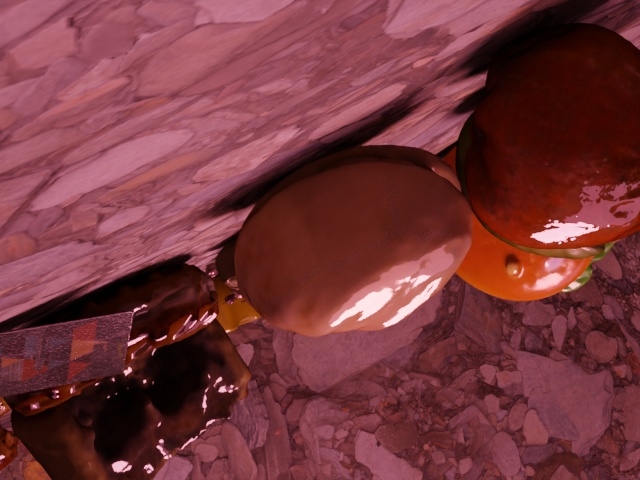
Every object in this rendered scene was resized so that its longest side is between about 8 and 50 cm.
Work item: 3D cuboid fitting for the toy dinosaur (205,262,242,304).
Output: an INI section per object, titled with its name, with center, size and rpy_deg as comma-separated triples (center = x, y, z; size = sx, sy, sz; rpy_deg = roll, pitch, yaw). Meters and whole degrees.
[toy dinosaur]
center = -0.103, 0.033, 1.658
size = 0.199, 0.072, 0.251
rpy_deg = -20, -167, 48

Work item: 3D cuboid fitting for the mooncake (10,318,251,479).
[mooncake]
center = -0.329, 0.289, 1.631
size = 0.393, 0.246, 0.393
rpy_deg = -23, -157, 1

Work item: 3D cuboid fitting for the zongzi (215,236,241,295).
[zongzi]
center = -0.089, 0.011, 1.443
size = 0.194, 0.099, 0.197
rpy_deg = -22, 164, 7

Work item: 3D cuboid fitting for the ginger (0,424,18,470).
[ginger]
center = -0.772, 0.438, 1.665
size = 0.418, 0.176, 0.254
rpy_deg = -23, 160, -19

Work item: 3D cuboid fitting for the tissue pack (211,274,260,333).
[tissue pack]
center = -0.215, 0.136, 1.957
size = 0.123, 0.127, 0.178
rpy_deg = -22, 179, 26

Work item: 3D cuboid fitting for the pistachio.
[pistachio]
center = 0.040, 0.003, 1.175
size = 0.321, 0.238, 0.229
rpy_deg = -23, -148, 10

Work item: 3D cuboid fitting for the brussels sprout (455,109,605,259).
[brussels sprout]
center = 0.360, -0.110, 1.373
size = 0.281, 0.289, 0.355
rpy_deg = -27, -155, -8

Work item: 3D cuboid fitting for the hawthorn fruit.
[hawthorn fruit]
center = 0.325, -0.114, 1.082
size = 0.277, 0.298, 0.277
rpy_deg = 23, 90, -82

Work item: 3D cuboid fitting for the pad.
[pad]
center = -0.354, 0.153, 1.184
size = 0.211, 0.003, 0.143
rpy_deg = -9, 140, -28

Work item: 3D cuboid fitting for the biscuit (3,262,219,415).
[biscuit]
center = -0.330, 0.151, 1.374
size = 0.366, 0.115, 0.268
rpy_deg = -29, 177, 4

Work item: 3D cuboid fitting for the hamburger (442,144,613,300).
[hamburger]
center = 0.423, -0.057, 1.898
size = 0.395, 0.396, 0.277
rpy_deg = -30, 176, 30

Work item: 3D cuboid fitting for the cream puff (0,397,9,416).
[cream puff]
center = -0.664, 0.325, 1.799
size = 0.083, 0.083, 0.058
rpy_deg = -38, -138, -7
